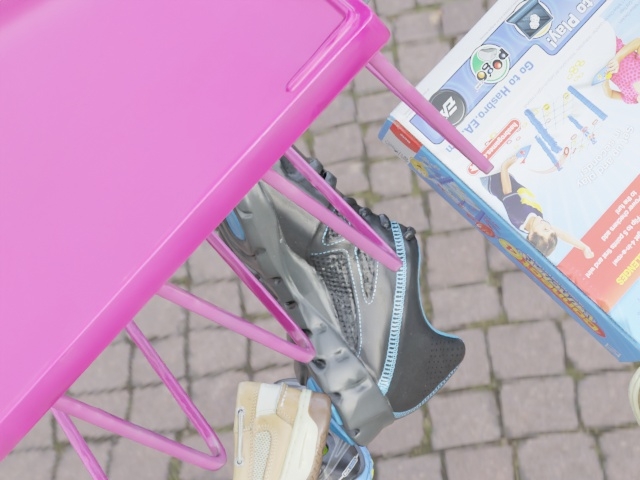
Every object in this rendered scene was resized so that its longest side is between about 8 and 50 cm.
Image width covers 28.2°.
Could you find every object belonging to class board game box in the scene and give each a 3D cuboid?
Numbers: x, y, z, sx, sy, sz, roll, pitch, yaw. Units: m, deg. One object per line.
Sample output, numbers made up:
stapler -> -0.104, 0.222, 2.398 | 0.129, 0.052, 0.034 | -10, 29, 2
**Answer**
board game box -> 0.264, -0.105, 1.124 | 0.302, 0.086, 0.308 | 44, 81, 2

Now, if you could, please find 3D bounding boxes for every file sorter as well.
file sorter -> -0.088, -0.012, 0.642 | 0.290, 0.182, 0.202 | -47, 54, 6

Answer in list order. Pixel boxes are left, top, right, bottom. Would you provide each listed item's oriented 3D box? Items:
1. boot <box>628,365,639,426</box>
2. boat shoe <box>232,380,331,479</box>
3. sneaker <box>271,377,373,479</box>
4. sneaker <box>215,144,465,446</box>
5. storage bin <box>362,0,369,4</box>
boot -> 0.288, 0.162, 0.774 | 0.077, 0.213, 0.165 | -43, 9, 5
boat shoe -> -0.048, 0.177, 0.777 | 0.072, 0.068, 0.190 | 14, 90, -2
sneaker -> -0.012, 0.178, 1.196 | 0.067, 0.078, 0.188 | -57, 29, 10
sneaker -> 0.000, 0.000, 1.090 | 0.140, 0.341, 0.125 | -29, 11, -15
storage bin -> -0.019, -0.183, 0.878 | 0.098, 0.091, 0.135 | -61, 16, 5
